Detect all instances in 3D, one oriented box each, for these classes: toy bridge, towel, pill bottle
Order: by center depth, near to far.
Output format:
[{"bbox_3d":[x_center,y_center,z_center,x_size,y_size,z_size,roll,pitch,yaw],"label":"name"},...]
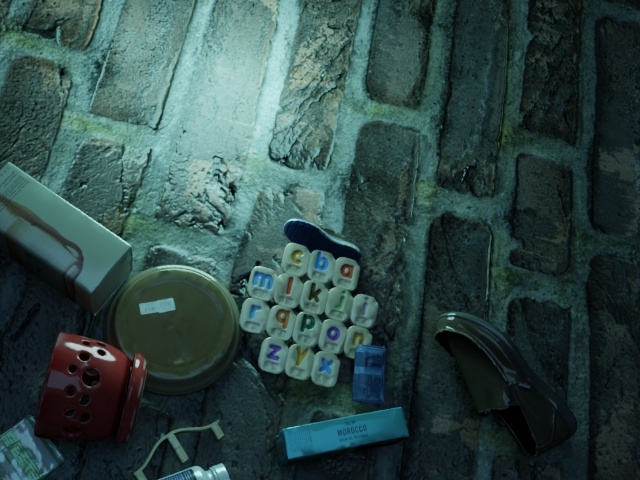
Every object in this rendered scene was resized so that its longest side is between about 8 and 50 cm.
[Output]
[{"bbox_3d":[-0.559,0.404,1.530,0.152,0.023,0.113,-36,78,-25],"label":"towel"},{"bbox_3d":[-0.249,0.469,1.535,0.169,0.094,0.094,-16,71,-20],"label":"pill bottle"},{"bbox_3d":[-0.273,0.395,1.601,0.188,0.026,0.063,-30,75,-24],"label":"toy bridge"},{"bbox_3d":[0.100,0.276,1.732,0.067,0.029,0.120,9,74,-14],"label":"towel"}]

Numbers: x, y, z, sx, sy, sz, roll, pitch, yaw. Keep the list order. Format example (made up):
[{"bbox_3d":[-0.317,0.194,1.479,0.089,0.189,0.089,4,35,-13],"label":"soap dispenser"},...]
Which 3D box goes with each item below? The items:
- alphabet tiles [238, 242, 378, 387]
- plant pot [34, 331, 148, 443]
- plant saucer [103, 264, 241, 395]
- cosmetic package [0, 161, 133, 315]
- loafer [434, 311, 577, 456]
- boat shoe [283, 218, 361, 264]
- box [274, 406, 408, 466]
[{"bbox_3d":[-0.022,0.154,1.755,0.284,0.021,0.278,16,72,-12],"label":"alphabet tiles"},{"bbox_3d":[-0.414,0.276,1.531,0.174,0.191,0.191,13,64,-11],"label":"plant pot"},{"bbox_3d":[-0.294,0.172,1.691,0.277,0.041,0.278,5,65,-10],"label":"plant saucer"},{"bbox_3d":[-0.526,0.000,1.651,0.296,0.153,0.129,33,65,4],"label":"cosmetic package"},{"bbox_3d":[0.367,0.298,1.739,0.366,0.134,0.130,44,64,8],"label":"loafer"},{"bbox_3d":[0.000,0.000,1.823,0.183,0.066,0.066,28,18,-16],"label":"boat shoe"},{"bbox_3d":[0.040,0.383,1.641,0.244,0.100,0.060,-7,69,-16],"label":"box"}]
